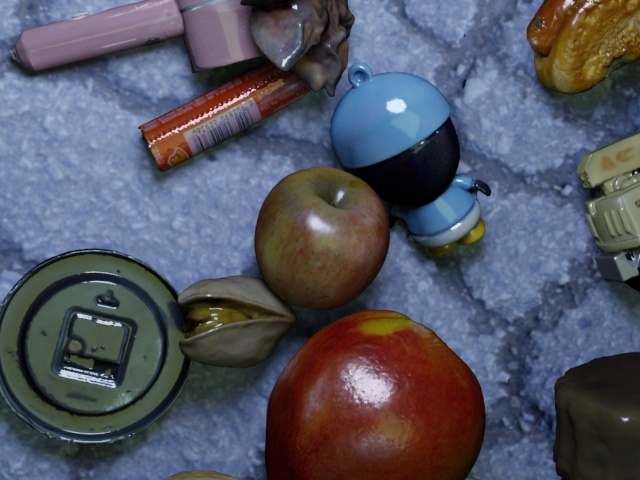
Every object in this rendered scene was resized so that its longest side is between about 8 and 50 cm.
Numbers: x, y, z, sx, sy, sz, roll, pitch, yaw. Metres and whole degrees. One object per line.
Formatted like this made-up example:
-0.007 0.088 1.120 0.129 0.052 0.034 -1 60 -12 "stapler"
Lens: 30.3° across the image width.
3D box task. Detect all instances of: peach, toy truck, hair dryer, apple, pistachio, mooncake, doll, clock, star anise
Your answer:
0.065 0.265 1.637 0.308 0.308 0.332 42 93 -15 "peach"
0.587 -0.084 1.762 0.405 0.180 0.254 -26 96 -5 "toy truck"
-0.249 -0.311 1.572 0.352 0.125 0.210 -15 101 -4 "hair dryer"
0.000 0.000 1.628 0.188 0.188 0.174 13 127 -14 "apple"
-0.118 0.111 1.628 0.131 0.206 0.129 -16 79 28 "pistachio"
0.499 0.289 1.725 0.324 0.324 0.187 -1 100 -13 "mooncake"
0.124 -0.119 1.670 0.177 0.141 0.314 -22 118 21 "doll"
-0.318 0.144 1.648 0.280 0.055 0.281 -2 98 -12 "clock"
-0.029 -0.350 1.536 0.108 0.315 0.315 -1 101 27 "star anise"

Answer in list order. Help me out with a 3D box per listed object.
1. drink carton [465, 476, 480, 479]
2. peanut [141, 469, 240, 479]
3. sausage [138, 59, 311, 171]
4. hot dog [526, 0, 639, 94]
0.224 0.452 1.774 0.144 0.142 0.146 -12 99 -12 "drink carton"
-0.129 0.424 1.686 0.340 0.158 0.174 32 120 -11 "peanut"
-0.118 -0.188 1.636 0.274 0.074 0.074 -29 103 -7 "sausage"
0.410 -0.331 1.696 0.256 0.150 0.153 -32 107 2 "hot dog"
